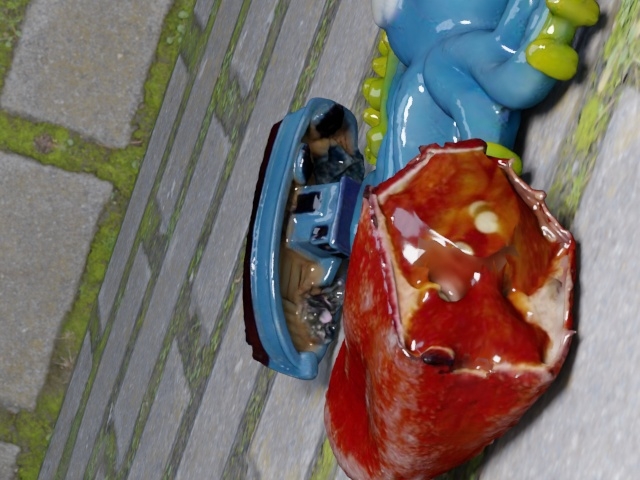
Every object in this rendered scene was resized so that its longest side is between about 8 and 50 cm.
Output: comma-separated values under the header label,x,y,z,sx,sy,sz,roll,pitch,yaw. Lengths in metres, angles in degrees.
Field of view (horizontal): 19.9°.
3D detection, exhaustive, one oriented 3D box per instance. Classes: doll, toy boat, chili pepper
label,x,y,z,sx,sy,sz,roll,pitch,yaw
doll,0.074,-0.105,1.184,0.346,0.099,0.341,131,154,-59
toy boat,0.000,0.000,1.413,0.097,0.100,0.223,-5,70,38
chili pepper,0.059,0.075,1.041,0.136,0.144,0.252,-36,-20,-34
